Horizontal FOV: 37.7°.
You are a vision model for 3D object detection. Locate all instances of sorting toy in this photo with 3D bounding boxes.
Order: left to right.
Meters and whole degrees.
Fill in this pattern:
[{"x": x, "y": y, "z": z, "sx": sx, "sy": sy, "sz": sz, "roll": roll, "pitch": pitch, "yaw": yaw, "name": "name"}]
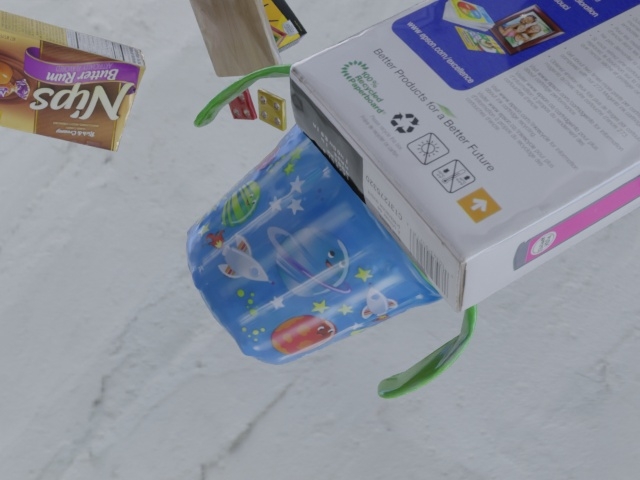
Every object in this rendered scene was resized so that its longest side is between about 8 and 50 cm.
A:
[{"x": -0.099, "y": -0.277, "z": 1.225, "sx": 0.132, "sy": 0.046, "sz": 0.274, "roll": 7, "pitch": -57, "yaw": 47, "name": "sorting toy"}]

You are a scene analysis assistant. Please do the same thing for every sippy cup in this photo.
[{"x": 0.000, "y": 0.000, "z": 0.911, "sx": 0.224, "sy": 0.240, "sz": 0.305, "roll": -33, "pitch": -120, "yaw": 12, "name": "sippy cup"}]

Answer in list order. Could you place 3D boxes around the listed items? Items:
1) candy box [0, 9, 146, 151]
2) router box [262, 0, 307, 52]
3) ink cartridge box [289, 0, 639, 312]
[{"x": -0.289, "y": -0.167, "z": 0.981, "sx": 0.109, "sy": 0.187, "sz": 0.053, "roll": -63, "pitch": -151, "yaw": 28, "name": "candy box"}, {"x": -0.128, "y": -0.411, "z": 1.684, "sx": 0.179, "sy": 0.133, "sz": 0.046, "roll": 55, "pitch": -32, "yaw": 0, "name": "router box"}, {"x": 0.182, "y": -0.117, "z": 0.589, "sx": 0.371, "sy": 0.069, "sz": 0.176, "roll": -30, "pitch": -122, "yaw": -13, "name": "ink cartridge box"}]
